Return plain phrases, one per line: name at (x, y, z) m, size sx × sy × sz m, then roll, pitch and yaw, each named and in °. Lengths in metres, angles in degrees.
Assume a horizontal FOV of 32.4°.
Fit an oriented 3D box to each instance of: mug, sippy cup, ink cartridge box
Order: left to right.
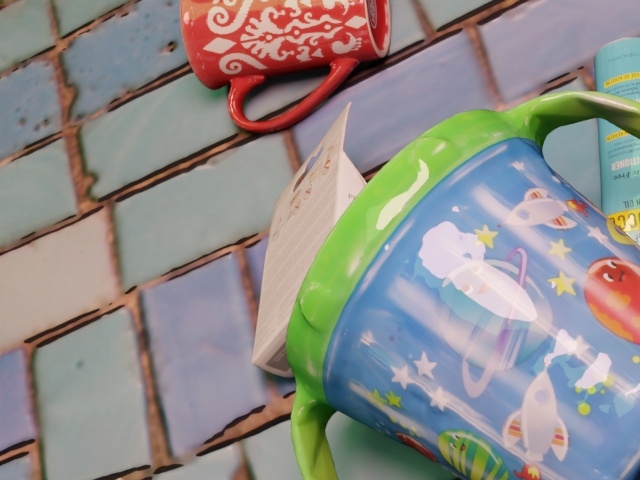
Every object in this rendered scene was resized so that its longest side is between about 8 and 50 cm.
mug at (-0.024, -0.187, 1.012) m, size 0.169 × 0.150 × 0.113 m, roll -5°, pitch 25°, yaw 18°
ink cartridge box at (0.000, 0.000, 0.880) m, size 0.145 × 0.045 × 0.179 m, roll -51°, pitch 22°, yaw 44°
sippy cup at (0.134, 0.069, 0.720) m, size 0.224 × 0.240 × 0.305 m, roll 39°, pitch 128°, yaw 26°

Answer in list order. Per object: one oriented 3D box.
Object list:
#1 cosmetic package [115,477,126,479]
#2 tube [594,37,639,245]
cosmetic package at (-0.187, 0.244, 0.869) m, size 0.115 × 0.041 × 0.060 m, roll -31°, pitch 55°, yaw 7°
tube at (0.244, -0.053, 0.836) m, size 0.080 × 0.052 × 0.207 m, roll -15°, pitch 63°, yaw 30°
